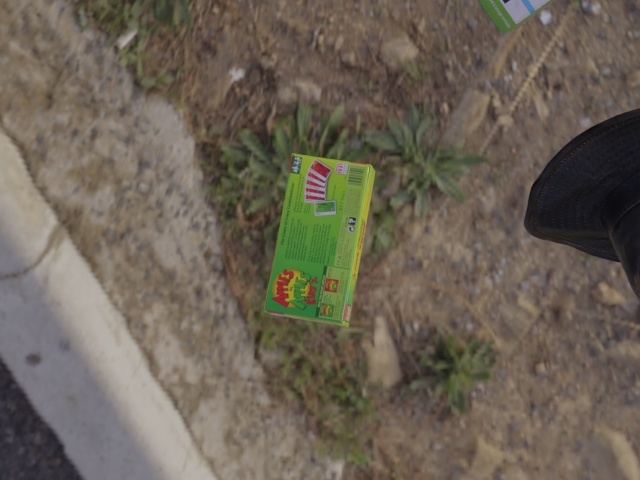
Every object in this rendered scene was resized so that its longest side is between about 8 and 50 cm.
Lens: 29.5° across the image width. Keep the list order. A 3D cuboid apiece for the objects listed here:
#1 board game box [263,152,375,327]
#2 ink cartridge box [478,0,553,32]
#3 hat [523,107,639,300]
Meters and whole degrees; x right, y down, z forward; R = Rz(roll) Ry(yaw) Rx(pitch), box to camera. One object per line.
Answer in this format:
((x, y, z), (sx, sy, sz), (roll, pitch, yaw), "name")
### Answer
((0.000, 0.000, 1.365), (0.092, 0.043, 0.181), (9, 84, 11), "board game box")
((0.217, -0.336, 1.081), (0.255, 0.097, 0.189), (-35, 92, 17), "ink cartridge box")
((0.354, -0.001, 1.082), (0.331, 0.134, 0.331), (-5, 155, -2), "hat")
